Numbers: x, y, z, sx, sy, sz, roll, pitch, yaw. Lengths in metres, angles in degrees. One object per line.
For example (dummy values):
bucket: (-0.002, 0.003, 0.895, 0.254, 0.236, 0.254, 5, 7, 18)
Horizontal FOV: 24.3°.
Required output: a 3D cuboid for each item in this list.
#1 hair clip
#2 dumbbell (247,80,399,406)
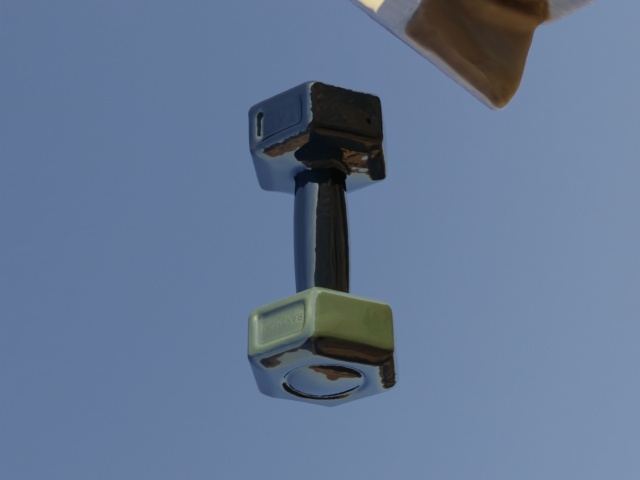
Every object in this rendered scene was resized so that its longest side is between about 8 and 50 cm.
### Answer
hair clip: (0.045, -0.151, 0.742, 0.085, 0.331, 0.101, 39, -81, -19)
dumbbell: (0.001, 0.000, 1.481, 0.156, 0.143, 0.316, 11, -121, -21)
